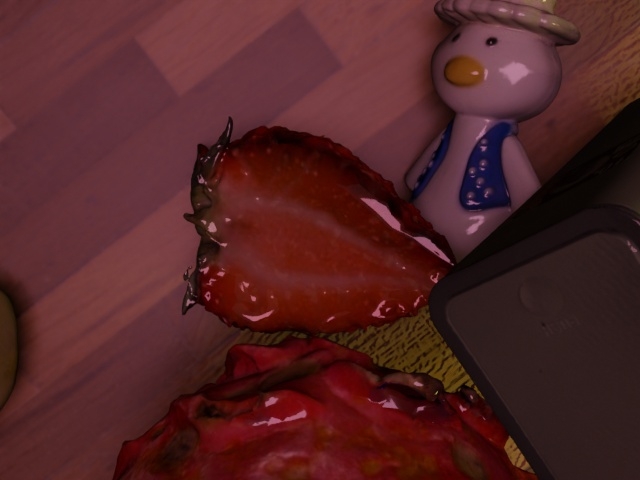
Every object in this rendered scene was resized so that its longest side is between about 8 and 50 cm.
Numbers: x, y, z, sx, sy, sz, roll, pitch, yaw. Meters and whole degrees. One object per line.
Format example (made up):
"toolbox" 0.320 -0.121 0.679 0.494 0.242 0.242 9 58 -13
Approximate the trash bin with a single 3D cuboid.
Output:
"trash bin" 0.250 0.024 0.724 0.158 0.343 0.223 -30 97 40

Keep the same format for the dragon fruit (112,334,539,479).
"dragon fruit" 0.017 0.210 0.753 0.386 0.371 0.249 29 58 -29

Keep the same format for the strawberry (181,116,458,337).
"strawberry" 0.005 -0.015 0.807 0.228 0.098 0.174 -2 96 22

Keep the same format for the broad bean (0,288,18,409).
"broad bean" -0.315 0.109 0.840 0.124 0.082 0.174 29 95 -2

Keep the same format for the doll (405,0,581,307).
"doll" 0.130 -0.084 0.821 0.119 0.138 0.293 8 97 -39
